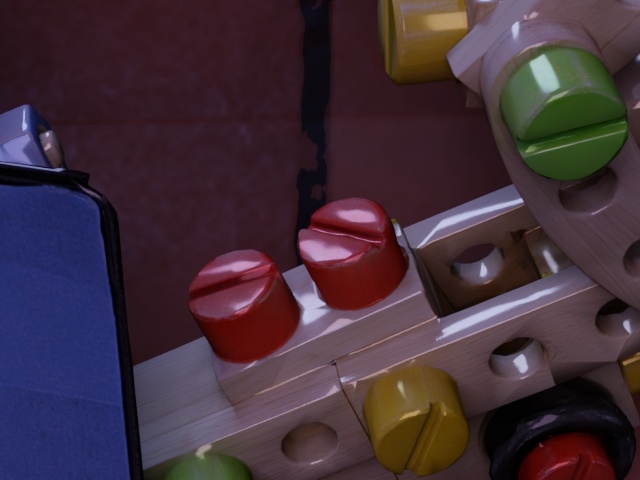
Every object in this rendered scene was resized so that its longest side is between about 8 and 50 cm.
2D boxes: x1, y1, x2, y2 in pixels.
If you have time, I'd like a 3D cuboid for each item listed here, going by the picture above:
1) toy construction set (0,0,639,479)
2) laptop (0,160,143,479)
[{"bbox_3d":[0.000,0.000,0.519,0.328,0.215,0.151,-13,43,16],"label":"toy construction set"},{"bbox_3d":[-0.256,0.192,0.489,0.382,0.236,0.407,7,64,17],"label":"laptop"}]
